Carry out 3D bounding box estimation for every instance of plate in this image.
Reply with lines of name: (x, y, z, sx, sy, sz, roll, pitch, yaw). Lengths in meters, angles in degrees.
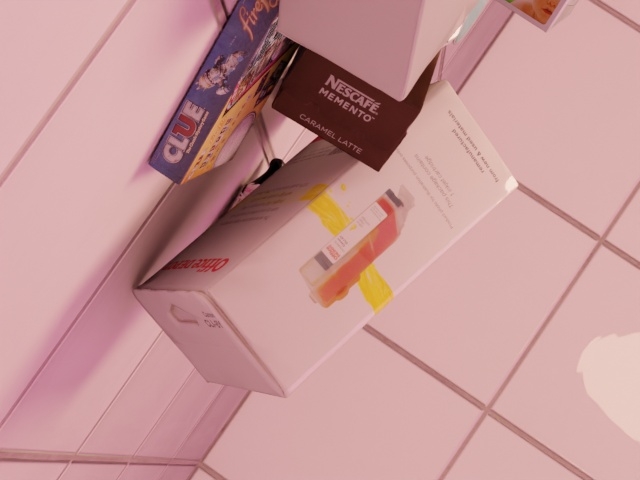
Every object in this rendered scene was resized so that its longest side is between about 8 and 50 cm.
plate: (0.220, -0.346, 1.982, 0.188, 0.024, 0.188, -56, 174, -9)

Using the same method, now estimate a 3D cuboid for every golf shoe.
golf shoe: (-0.102, -0.036, 2.006, 0.186, 0.067, 0.086, -49, 142, -34)

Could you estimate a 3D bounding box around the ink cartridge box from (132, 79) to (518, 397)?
ink cartridge box: (0.000, 0.000, 1.766, 0.384, 0.160, 0.279, -41, -166, -19)

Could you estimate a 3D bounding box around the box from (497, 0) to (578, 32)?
box: (0.199, -0.388, 1.540, 0.231, 0.262, 0.127, -58, 173, 27)

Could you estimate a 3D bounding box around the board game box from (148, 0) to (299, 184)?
board game box: (-0.076, -0.180, 1.533, 0.243, 0.042, 0.165, -58, 173, 18)

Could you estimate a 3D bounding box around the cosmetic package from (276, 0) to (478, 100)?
cosmetic package: (0.085, -0.331, 1.295, 0.217, 0.156, 0.385, -51, 166, -30)

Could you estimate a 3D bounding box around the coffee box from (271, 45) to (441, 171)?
coffee box: (0.054, -0.208, 1.638, 0.098, 0.141, 0.246, -54, -169, 40)

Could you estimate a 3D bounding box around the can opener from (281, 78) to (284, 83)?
can opener: (-0.008, -0.191, 1.902, 0.059, 0.073, 0.186, -48, 164, 0)
